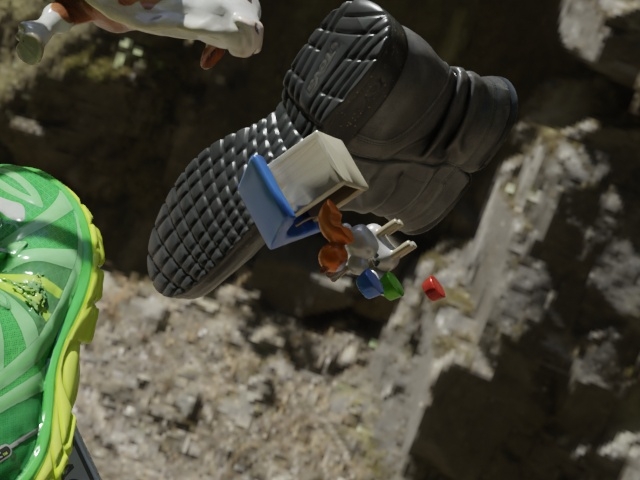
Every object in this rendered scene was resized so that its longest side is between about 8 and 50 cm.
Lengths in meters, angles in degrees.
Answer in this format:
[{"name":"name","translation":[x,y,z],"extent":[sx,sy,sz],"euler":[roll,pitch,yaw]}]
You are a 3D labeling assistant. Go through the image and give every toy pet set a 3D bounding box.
[{"name":"toy pet set","translation":[0.000,0.000,0.681],"extent":[0.114,0.065,0.122],"euler":[61,17,16]}]

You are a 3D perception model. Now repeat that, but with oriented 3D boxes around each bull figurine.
[{"name":"bull figurine","translation":[-0.181,-0.229,0.909],"extent":[0.310,0.101,0.188],"euler":[47,34,6]}]

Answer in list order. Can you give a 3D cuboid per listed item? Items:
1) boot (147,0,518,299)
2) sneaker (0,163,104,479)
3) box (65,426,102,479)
[{"name":"boot","translation":[0.018,-0.042,1.118],"extent":[0.223,0.338,0.118],"euler":[25,31,-45]},{"name":"sneaker","translation":[-0.200,0.040,0.702],"extent":[0.123,0.109,0.295],"euler":[43,22,-34]},{"name":"box","translation":[-0.256,0.238,0.751],"extent":[0.290,0.087,0.169],"euler":[-22,74,-20]}]
